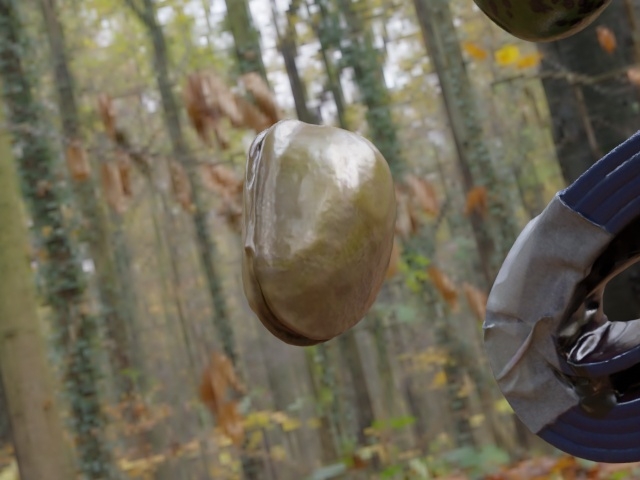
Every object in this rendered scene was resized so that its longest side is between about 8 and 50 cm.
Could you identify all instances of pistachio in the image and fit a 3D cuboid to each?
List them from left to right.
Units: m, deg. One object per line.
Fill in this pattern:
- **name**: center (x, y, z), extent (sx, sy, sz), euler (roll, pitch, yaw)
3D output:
- **pistachio**: center (0.000, 0.000, 1.612), extent (0.213, 0.260, 0.163), euler (26, -30, -29)

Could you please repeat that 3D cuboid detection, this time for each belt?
- **belt**: center (0.277, 0.016, 1.080), extent (0.347, 0.212, 0.117), euler (-44, -6, 31)

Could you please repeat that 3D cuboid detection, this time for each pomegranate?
- **pomegranate**: center (0.139, -0.200, 1.016), extent (0.161, 0.122, 0.122), euler (5, -18, -33)
